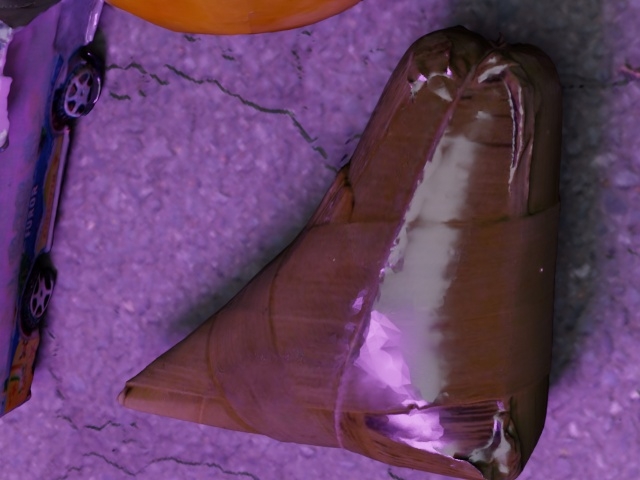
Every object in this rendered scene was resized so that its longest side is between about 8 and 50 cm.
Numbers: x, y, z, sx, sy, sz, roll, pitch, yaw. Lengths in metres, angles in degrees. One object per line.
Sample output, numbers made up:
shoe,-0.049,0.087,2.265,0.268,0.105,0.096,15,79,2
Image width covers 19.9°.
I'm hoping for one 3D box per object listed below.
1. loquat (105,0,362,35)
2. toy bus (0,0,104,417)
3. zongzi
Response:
loquat,-0.047,-0.225,1.026,0.235,0.235,0.235,5,108,16
toy bus,-0.229,-0.030,1.193,0.112,0.138,0.317,17,112,11
zongzi,0.000,0.000,1.133,0.300,0.145,0.274,7,104,23
